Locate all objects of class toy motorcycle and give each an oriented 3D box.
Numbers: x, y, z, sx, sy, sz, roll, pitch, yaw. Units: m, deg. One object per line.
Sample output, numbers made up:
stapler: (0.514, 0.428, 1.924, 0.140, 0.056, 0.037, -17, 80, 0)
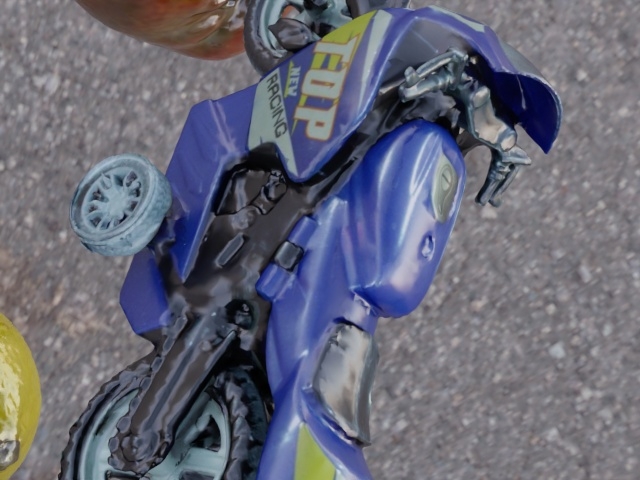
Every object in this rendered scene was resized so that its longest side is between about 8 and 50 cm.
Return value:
toy motorcycle: (0.000, 0.000, 0.505, 0.113, 0.169, 0.315, 45, 56, -50)

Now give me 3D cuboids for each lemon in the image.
lemon: (-0.193, 0.075, 0.611, 0.133, 0.109, 0.109, 21, 51, 34)

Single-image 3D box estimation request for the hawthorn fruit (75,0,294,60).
hawthorn fruit: (-0.103, -0.255, 0.836, 0.210, 0.210, 0.262, -16, 60, -28)
